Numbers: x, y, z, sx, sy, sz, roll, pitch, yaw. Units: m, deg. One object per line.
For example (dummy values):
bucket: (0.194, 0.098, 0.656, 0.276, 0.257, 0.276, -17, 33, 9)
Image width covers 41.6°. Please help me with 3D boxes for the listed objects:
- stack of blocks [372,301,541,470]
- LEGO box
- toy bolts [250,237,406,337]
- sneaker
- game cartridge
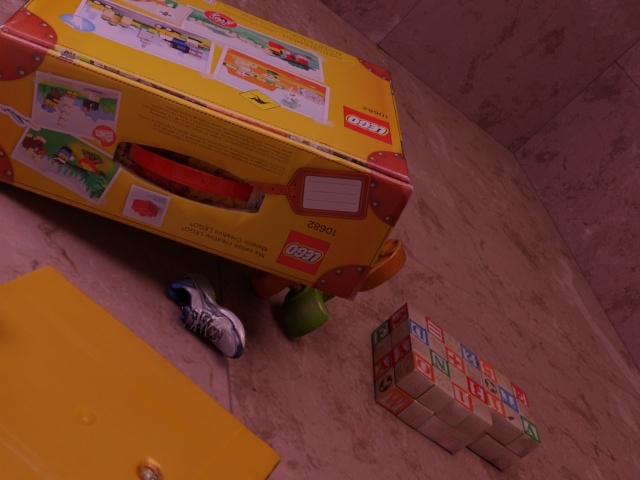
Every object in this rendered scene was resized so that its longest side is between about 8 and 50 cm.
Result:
stack of blocks: (0.223, 0.255, 1.375, 0.297, 0.087, 0.171, 37, 26, -20)
LEGO box: (-0.151, -0.170, 1.133, 0.500, 0.193, 0.372, 20, 31, -12)
toy bolts: (0.000, 0.000, 1.277, 0.158, 0.218, 0.228, 55, 14, -14)
sneaker: (-0.149, 0.101, 1.073, 0.058, 0.052, 0.135, -11, 52, -51)
game cartridge: (-0.220, 0.172, 0.753, 0.324, 0.052, 0.285, 37, 24, 8)
